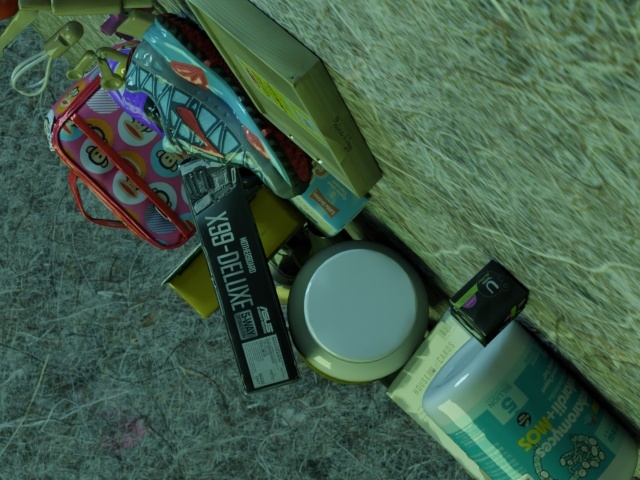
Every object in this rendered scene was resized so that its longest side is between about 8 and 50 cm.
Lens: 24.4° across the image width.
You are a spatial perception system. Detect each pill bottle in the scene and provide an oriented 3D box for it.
[{"bbox_3d":[0.049,0.099,1.991,0.188,0.188,0.334,44,175,4],"label":"pill bottle"},{"bbox_3d":[0.250,0.222,1.641,0.264,0.146,0.146,44,175,-4],"label":"pill bottle"}]

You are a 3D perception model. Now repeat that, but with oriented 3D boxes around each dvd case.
[{"bbox_3d":[0.213,0.215,1.863,0.239,0.179,0.029,43,-141,13],"label":"dvd case"}]

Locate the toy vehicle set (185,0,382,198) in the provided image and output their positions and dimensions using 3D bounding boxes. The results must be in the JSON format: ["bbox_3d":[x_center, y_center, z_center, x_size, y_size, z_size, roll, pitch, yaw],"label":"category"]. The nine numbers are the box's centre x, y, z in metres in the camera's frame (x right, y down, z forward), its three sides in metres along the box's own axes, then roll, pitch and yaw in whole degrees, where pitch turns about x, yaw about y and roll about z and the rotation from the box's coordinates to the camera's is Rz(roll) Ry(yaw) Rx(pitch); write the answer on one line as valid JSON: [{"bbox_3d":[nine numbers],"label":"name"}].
[{"bbox_3d":[-0.034,-0.152,1.477,0.166,0.035,0.267,42,174,25],"label":"toy vehicle set"}]

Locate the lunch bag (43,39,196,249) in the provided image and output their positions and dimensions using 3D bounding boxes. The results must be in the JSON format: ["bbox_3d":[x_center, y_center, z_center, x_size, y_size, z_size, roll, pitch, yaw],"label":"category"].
[{"bbox_3d":[-0.278,-0.135,2.274,0.293,0.258,0.120,46,175,-25],"label":"lunch bag"}]

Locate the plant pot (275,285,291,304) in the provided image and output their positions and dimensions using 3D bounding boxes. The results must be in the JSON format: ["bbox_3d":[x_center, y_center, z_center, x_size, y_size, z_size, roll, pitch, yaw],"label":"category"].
[{"bbox_3d":[-0.007,0.094,2.431,0.236,0.032,0.236,3,177,0],"label":"plant pot"}]

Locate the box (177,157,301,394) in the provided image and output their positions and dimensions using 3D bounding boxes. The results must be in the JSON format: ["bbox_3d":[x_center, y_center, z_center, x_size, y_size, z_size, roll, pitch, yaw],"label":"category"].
[{"bbox_3d":[-0.108,0.032,1.955,0.242,0.076,0.307,-123,17,-84],"label":"box"}]

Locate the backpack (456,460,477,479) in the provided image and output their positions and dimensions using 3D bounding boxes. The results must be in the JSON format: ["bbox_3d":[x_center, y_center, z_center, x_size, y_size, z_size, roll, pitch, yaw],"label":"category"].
[{"bbox_3d":[0.278,0.346,2.594,0.152,0.115,0.182,43,173,41],"label":"backpack"}]

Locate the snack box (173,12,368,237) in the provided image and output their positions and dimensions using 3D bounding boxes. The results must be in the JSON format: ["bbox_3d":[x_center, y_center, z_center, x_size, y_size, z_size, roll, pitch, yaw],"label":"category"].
[{"bbox_3d":[-0.079,-0.135,1.827,0.322,0.060,0.187,45,177,-1],"label":"snack box"}]

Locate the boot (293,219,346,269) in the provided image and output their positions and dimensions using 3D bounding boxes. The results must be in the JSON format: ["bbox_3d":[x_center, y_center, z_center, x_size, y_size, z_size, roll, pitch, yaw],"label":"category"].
[{"bbox_3d":[0.000,0.000,2.304,0.198,0.077,0.137,16,150,52],"label":"boot"}]

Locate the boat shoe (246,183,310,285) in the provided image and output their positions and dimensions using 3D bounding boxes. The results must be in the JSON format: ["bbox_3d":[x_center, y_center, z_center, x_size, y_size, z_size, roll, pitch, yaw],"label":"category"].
[{"bbox_3d":[-0.112,-0.059,2.522,0.301,0.108,0.102,52,146,24],"label":"boat shoe"}]

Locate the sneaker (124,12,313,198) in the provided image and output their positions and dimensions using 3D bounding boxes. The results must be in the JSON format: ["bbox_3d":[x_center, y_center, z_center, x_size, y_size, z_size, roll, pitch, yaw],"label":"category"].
[{"bbox_3d":[-0.119,-0.134,1.694,0.262,0.125,0.104,48,-157,9],"label":"sneaker"}]

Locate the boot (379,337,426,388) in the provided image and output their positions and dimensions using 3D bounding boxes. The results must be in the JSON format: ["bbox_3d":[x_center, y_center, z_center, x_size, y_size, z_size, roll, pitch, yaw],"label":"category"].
[{"bbox_3d":[0.238,0.292,2.248,0.367,0.146,0.445,55,170,-7],"label":"boot"}]

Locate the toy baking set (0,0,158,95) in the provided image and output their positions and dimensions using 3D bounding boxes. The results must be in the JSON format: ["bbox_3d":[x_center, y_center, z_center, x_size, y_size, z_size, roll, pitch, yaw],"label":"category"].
[{"bbox_3d":[-0.313,-0.244,1.852,0.197,0.256,0.030,110,155,-55],"label":"toy baking set"}]

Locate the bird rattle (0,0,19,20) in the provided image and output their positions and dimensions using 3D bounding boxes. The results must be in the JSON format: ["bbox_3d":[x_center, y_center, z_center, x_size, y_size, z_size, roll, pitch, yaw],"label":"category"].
[{"bbox_3d":[-0.375,-0.329,1.836,0.143,0.207,0.253,44,179,-19],"label":"bird rattle"}]

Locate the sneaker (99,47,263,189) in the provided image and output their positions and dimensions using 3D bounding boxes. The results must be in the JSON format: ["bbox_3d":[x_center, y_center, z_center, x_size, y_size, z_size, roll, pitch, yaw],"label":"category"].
[{"bbox_3d":[-0.185,-0.177,2.141,0.293,0.102,0.146,38,177,-15],"label":"sneaker"}]

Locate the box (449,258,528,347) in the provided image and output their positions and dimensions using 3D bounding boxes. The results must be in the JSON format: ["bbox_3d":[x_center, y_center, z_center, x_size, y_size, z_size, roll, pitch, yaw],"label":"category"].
[{"bbox_3d":[0.168,0.064,1.477,0.052,0.062,0.083,45,176,12],"label":"box"}]

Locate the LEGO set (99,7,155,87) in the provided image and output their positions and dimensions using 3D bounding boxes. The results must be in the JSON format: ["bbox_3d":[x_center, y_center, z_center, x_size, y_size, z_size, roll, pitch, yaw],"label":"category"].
[{"bbox_3d":[-0.238,-0.248,1.975,0.087,0.093,0.227,39,173,45],"label":"LEGO set"}]

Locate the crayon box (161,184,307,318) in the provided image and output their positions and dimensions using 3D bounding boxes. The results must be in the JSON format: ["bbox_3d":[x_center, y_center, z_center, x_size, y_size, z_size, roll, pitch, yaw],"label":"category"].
[{"bbox_3d":[-0.119,0.012,2.233,0.083,0.203,0.323,45,-175,1],"label":"crayon box"}]
